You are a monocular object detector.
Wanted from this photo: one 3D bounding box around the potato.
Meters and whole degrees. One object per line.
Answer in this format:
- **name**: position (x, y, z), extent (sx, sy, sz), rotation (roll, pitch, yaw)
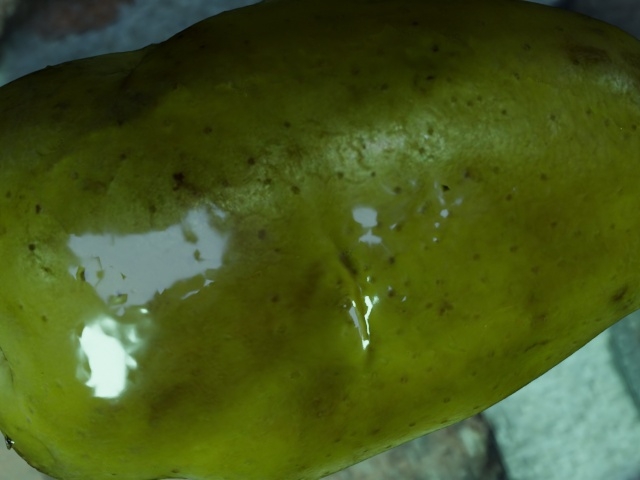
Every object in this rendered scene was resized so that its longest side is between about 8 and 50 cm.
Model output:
- **potato**: position (0.000, 0.000, 0.600), extent (0.369, 0.176, 0.195), rotation (-14, 76, -2)
